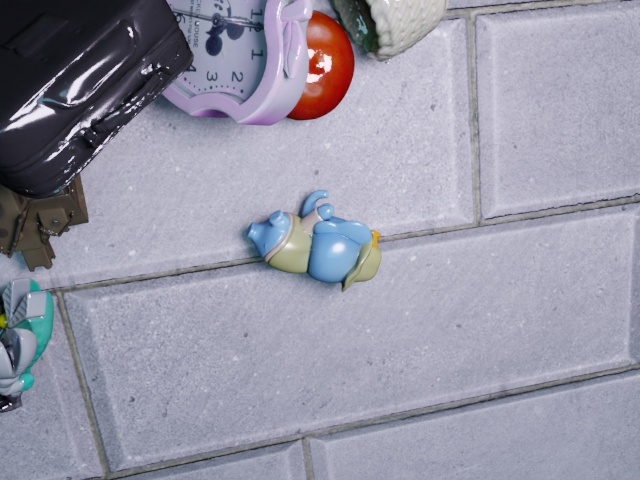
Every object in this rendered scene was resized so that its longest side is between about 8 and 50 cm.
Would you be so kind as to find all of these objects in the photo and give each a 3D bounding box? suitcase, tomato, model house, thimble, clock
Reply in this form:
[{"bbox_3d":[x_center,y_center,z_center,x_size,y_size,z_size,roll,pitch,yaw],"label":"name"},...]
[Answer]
[{"bbox_3d":[-0.394,-0.250,0.760,0.345,0.340,0.188,-54,152,-23],"label":"suitcase"},{"bbox_3d":[-0.028,-0.316,0.951,0.195,0.136,0.194,-7,109,-20],"label":"tomato"},{"bbox_3d":[-0.528,-0.043,0.914,0.212,0.204,0.243,-11,123,-10],"label":"model house"},{"bbox_3d":[0.117,-0.432,0.917,0.150,0.219,0.218,-32,108,-3],"label":"thimble"},{"bbox_3d":[-0.142,-0.356,0.853,0.339,0.102,0.338,4,99,28],"label":"clock"}]

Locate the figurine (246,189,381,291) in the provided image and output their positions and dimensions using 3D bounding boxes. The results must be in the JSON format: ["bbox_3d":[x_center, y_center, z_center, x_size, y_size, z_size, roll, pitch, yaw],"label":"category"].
[{"bbox_3d":[-0.001,0.004,1.039,0.262,0.153,0.180,27,109,-20],"label":"figurine"}]

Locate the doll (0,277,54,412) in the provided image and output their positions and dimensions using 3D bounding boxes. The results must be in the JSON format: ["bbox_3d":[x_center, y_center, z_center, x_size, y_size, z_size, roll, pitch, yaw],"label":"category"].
[{"bbox_3d":[-0.577,0.202,0.971,0.195,0.153,0.258,-3,93,27],"label":"doll"}]
